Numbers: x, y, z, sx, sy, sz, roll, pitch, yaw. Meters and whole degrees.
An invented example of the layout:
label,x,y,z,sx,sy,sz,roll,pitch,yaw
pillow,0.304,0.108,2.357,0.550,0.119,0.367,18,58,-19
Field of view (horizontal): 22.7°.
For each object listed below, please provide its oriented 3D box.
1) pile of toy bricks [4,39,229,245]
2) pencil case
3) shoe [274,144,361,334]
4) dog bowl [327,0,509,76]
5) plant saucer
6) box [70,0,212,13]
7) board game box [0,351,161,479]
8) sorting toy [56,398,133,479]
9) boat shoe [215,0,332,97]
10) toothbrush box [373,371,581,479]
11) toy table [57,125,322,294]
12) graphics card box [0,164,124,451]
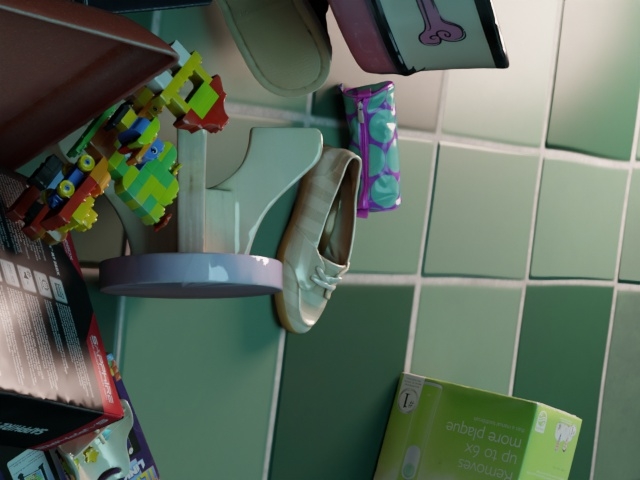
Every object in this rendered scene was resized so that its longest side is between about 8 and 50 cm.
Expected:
label,x,y,z,sx,sy,sz,roll,pitch,yaw
pile of toy bricks,-0.160,-0.057,1.346,0.105,0.118,0.212,47,52,-19
pencil case,0.059,-0.107,1.843,0.070,0.064,0.152,-35,124,-60
shoe,0.000,0.000,1.799,0.076,0.058,0.219,14,87,-50
dog bowl,0.064,-0.349,1.602,0.408,0.150,0.408,-16,90,-82
plant saucer,-0.288,-0.134,1.253,0.259,0.258,0.048,11,61,-45
box,-0.218,-0.246,1.371,0.153,0.207,0.108,-16,105,-49
board game box,-0.239,0.201,1.463,0.170,0.048,0.141,-32,110,-44
sorting toy,-0.202,0.196,1.440,0.083,0.045,0.075,-44,124,-41
boat shoe,-0.066,-0.317,1.621,0.340,0.127,0.113,63,23,-26
toothbrush box,0.175,0.324,1.960,0.122,0.206,0.283,22,81,-50
toy table,-0.126,-0.029,1.526,0.252,0.274,0.161,1,86,-17
graphics card box,-0.300,0.036,1.259,0.233,0.094,0.371,71,13,16
